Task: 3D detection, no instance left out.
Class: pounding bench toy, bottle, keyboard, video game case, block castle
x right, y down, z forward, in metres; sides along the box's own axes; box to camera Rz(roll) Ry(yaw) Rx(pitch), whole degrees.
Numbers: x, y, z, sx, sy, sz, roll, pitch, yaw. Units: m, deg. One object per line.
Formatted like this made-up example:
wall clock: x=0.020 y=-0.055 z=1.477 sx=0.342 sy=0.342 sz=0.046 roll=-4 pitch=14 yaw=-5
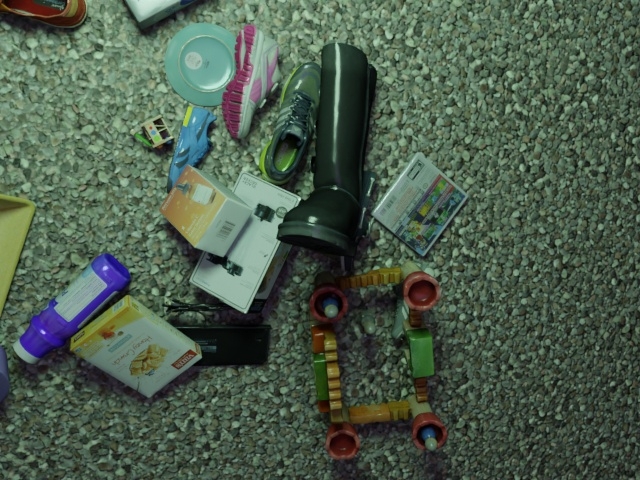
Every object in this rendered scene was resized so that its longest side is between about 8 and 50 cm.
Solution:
pounding bench toy: x=-0.381 y=-0.236 z=1.348 sx=0.083 sy=0.052 sz=0.065 roll=-28 pitch=103 yaw=-8
bottle: x=-0.555 y=0.153 z=1.330 sx=0.283 sy=0.118 sz=0.092 roll=-44 pitch=105 yaw=-3
keyboard: x=-0.276 y=0.218 z=1.427 sx=0.317 sy=0.033 sz=0.201 roll=2 pitch=119 yaw=-14
video game case: x=0.255 y=-0.092 z=1.529 sx=0.183 sy=0.023 sz=0.201 roll=38 pitch=87 yaw=-15
block castle: x=0.133 y=0.290 z=1.410 sx=0.303 sy=0.213 sz=0.453 roll=-6 pitch=108 yaw=-1

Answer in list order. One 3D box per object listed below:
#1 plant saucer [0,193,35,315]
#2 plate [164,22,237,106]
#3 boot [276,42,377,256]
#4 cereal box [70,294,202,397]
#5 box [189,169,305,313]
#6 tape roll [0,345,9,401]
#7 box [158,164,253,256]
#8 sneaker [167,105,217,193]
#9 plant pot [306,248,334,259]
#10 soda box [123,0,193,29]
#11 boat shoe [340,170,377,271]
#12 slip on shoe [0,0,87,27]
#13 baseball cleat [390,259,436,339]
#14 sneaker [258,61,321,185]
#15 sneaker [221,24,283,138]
plant saucer: x=-0.795 y=0.038 z=1.207 sx=0.333 sy=0.081 sz=0.333 roll=15 pitch=95 yaw=-58
plate: x=-0.262 y=-0.404 z=1.367 sx=0.188 sy=0.024 sz=0.188 roll=-2 pitch=99 yaw=-13
boot: x=0.030 y=-0.200 z=1.257 sx=0.146 sy=0.367 sz=0.445 roll=9 pitch=87 yaw=9
cereal box: x=-0.412 y=0.245 z=1.351 sx=0.173 sy=0.047 sz=0.240 roll=-38 pitch=127 yaw=8
box: x=-0.161 y=0.006 z=1.378 sx=0.169 sy=0.087 sz=0.290 roll=25 pitch=91 yaw=18
tape roll: x=-0.770 y=0.294 z=1.269 sx=0.189 sy=0.080 sz=0.189 roll=-18 pitch=139 yaw=-16
box: x=-0.257 y=-0.067 z=1.324 sx=0.091 sy=0.170 sz=0.130 roll=24 pitch=101 yaw=-53
sneaker: x=-0.295 y=-0.200 z=1.365 sx=0.082 sy=0.069 sz=0.209 roll=17 pitch=93 yaw=-17
plant pot: x=0.000 y=0.000 z=1.461 sx=0.079 sy=0.083 sz=0.083 roll=11 pitch=95 yaw=-2
soda box: x=-0.295 y=-0.576 z=1.301 sx=0.286 sy=0.091 sz=0.098 roll=-31 pitch=104 yaw=-7
boat shoe: x=0.092 y=-0.047 z=1.465 sx=0.079 sy=0.095 sz=0.254 roll=6 pitch=87 yaw=-2
slip on shoe: x=-0.657 y=-0.519 z=1.222 sx=0.331 sy=0.101 sz=0.123 roll=11 pitch=97 yaw=-13
baseball cleat: x=0.212 y=0.149 z=1.538 sx=0.109 sy=0.072 sz=0.206 roll=29 pitch=88 yaw=1
sneaker: x=-0.053 y=-0.268 z=1.383 sx=0.111 sy=0.121 sz=0.300 roll=16 pitch=94 yaw=-15
sneaker: x=-0.146 y=-0.351 z=1.360 sx=0.111 sy=0.103 sz=0.252 roll=4 pitch=113 yaw=-38
